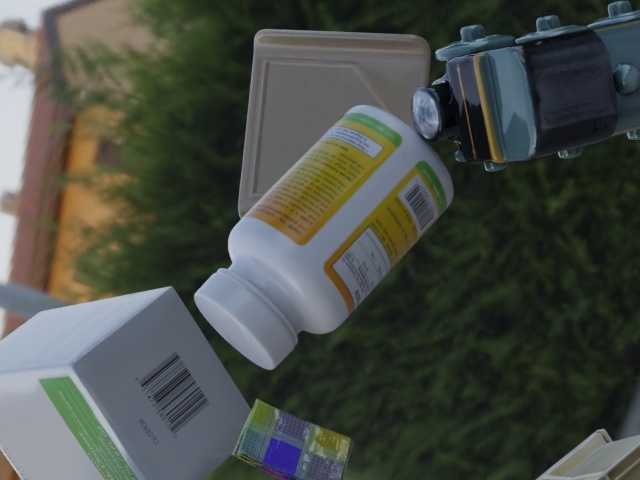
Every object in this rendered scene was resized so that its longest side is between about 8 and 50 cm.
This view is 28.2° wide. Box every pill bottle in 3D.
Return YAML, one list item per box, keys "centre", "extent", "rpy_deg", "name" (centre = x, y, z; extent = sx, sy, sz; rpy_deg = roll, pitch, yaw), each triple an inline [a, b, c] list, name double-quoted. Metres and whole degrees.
- centre: [0.000, 0.000, 1.201]
  extent: [0.246, 0.136, 0.136]
  rpy_deg: [-46, -7, -17]
  name: "pill bottle"

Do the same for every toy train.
- centre: [0.254, -0.147, 1.183]
  extent: [0.190, 0.334, 0.142]
  rpy_deg: [8, 109, 65]
  name: "toy train"

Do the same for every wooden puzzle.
- centre: [0.017, -0.128, 1.523]
  extent: [0.044, 0.221, 0.239]
  rpy_deg: [-4, -81, -72]
  name: "wooden puzzle"

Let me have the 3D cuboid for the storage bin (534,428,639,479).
- centre: [0.209, 0.303, 0.881]
  extent: [0.260, 0.262, 0.123]
  rpy_deg: [-32, -4, -24]
  name: "storage bin"

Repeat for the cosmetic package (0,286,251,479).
- centre: [-0.255, 0.183, 1.461]
  extent: [0.155, 0.197, 0.365]
  rpy_deg: [-40, 14, -33]
  name: "cosmetic package"

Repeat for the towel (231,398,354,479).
- centre: [-0.018, 0.152, 0.934]
  extent: [0.060, 0.083, 0.009]
  rpy_deg: [-66, -1, -49]
  name: "towel"
